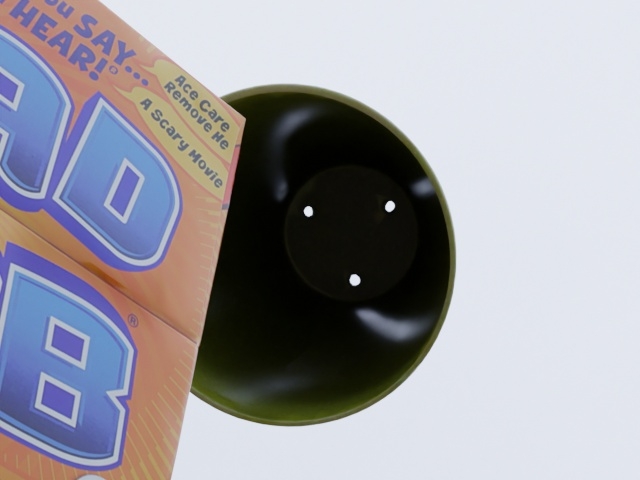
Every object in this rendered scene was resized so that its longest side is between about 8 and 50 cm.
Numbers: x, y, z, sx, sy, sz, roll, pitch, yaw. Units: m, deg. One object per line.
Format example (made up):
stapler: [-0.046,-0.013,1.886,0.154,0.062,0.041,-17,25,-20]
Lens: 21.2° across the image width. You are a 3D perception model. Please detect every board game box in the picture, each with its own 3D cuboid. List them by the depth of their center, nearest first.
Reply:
board game box: [-0.314,0.028,0.977,0.357,0.356,0.356,-24,-49,36]

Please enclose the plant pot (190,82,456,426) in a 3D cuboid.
plant pot: [0.000,0.000,1.499,0.275,0.293,0.274,1,-85,11]
